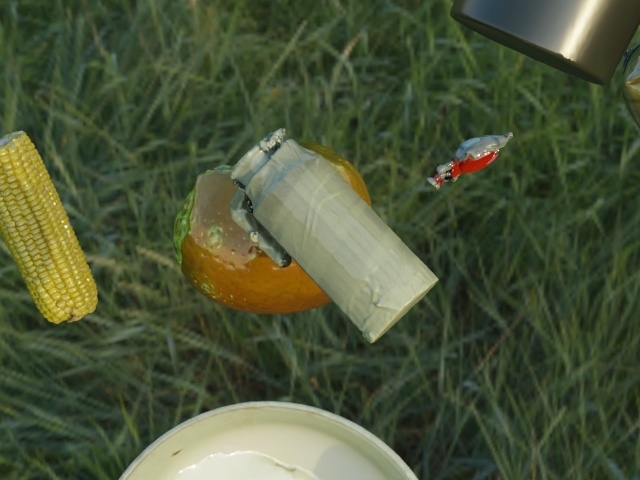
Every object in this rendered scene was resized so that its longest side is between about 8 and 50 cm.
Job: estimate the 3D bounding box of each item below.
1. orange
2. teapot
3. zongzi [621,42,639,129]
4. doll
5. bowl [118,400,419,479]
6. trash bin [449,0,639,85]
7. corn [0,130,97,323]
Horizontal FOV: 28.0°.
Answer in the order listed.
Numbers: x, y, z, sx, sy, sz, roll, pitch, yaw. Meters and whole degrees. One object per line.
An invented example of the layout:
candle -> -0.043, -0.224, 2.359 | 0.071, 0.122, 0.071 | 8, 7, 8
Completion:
orange -> -0.032, -0.012, 1.384 | 0.158, 0.179, 0.237 | 20, 19, 37
teapot -> 0.000, 0.000, 1.156 | 0.200, 0.107, 0.077 | 47, 39, 7
zongzi -> 0.490, -0.230, 1.615 | 0.221, 0.112, 0.242 | -17, 17, 18
doll -> 0.177, -0.098, 1.518 | 0.114, 0.057, 0.039 | -34, 44, 14
bowl -> -0.038, 0.263, 1.014 | 0.277, 0.145, 0.277 | 0, 84, -1
trash bin -> 0.275, -0.339, 1.266 | 0.214, 0.334, 0.214 | 24, 9, -4
corn -> -0.338, -0.011, 1.533 | 0.081, 0.248, 0.081 | -15, 26, 8
